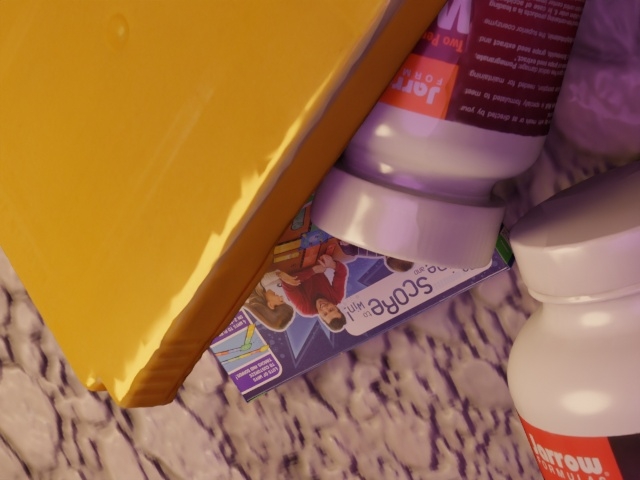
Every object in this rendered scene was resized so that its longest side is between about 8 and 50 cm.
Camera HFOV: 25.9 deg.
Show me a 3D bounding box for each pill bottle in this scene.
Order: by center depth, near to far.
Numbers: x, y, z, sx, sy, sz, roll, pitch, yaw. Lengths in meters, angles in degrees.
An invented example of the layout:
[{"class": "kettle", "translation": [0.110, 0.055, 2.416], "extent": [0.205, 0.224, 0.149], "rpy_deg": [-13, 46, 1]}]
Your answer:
[{"class": "pill bottle", "translation": [0.068, -0.104, 0.718], "extent": [0.121, 0.121, 0.221], "rpy_deg": [17, 102, 11]}, {"class": "pill bottle", "translation": [0.213, 0.122, 0.745], "extent": [0.181, 0.181, 0.323], "rpy_deg": [-18, 104, 23]}]

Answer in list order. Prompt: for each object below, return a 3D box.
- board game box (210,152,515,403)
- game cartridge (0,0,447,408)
[{"class": "board game box", "translation": [0.000, 0.000, 0.850], "extent": [0.201, 0.035, 0.136], "rpy_deg": [-28, 99, 25]}, {"class": "game cartridge", "translation": [-0.092, -0.110, 0.755], "extent": [0.285, 0.053, 0.323], "rpy_deg": [54, 125, 30]}]
